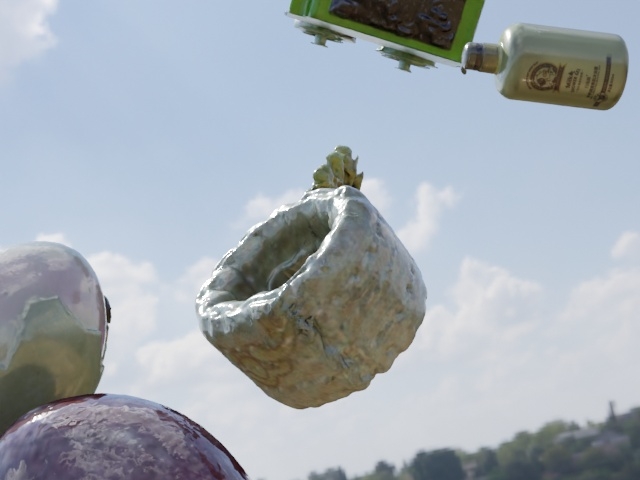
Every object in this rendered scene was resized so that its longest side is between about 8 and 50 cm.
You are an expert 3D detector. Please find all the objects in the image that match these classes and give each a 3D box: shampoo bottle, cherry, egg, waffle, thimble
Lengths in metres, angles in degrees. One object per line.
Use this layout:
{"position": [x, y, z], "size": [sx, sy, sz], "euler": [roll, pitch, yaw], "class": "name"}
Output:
{"position": [0.223, -0.178, 1.153], "size": [0.162, 0.079, 0.079], "euler": [6, -14, -5], "class": "shampoo bottle"}
{"position": [-0.150, 0.239, 0.891], "size": [0.300, 0.230, 0.203], "euler": [14, 8, 33], "class": "cherry"}
{"position": [-0.289, 0.096, 1.057], "size": [0.183, 0.217, 0.183], "euler": [21, -24, 10], "class": "egg"}
{"position": [0.000, 0.000, 2.009], "size": [0.073, 0.297, 0.317], "euler": [16, -51, 9], "class": "waffle"}
{"position": [-0.008, 0.081, 1.529], "size": [0.291, 0.291, 0.195], "euler": [-22, -59, 39], "class": "thimble"}

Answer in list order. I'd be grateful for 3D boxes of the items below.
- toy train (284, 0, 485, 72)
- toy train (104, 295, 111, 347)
{"position": [0.087, -0.345, 1.632], "size": [0.307, 0.174, 0.249], "euler": [16, 7, -4], "class": "toy train"}
{"position": [-0.362, 0.111, 1.317], "size": [0.253, 0.105, 0.157], "euler": [-10, 8, -17], "class": "toy train"}
